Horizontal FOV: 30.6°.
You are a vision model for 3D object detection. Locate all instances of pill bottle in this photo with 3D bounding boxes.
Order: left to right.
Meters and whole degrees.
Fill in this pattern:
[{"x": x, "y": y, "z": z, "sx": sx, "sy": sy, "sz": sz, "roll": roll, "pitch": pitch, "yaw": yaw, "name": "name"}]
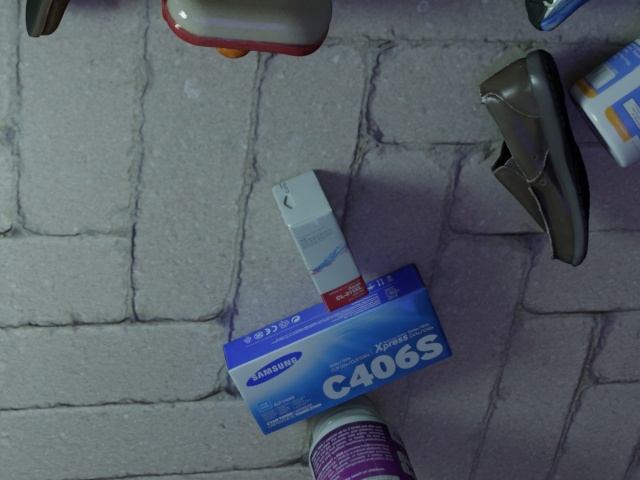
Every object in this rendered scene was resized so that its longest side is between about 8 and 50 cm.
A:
[{"x": 0.074, "y": 0.400, "z": 1.959, "sx": 0.169, "sy": 0.301, "sz": 0.169, "roll": -7, "pitch": 125, "yaw": -10, "name": "pill bottle"}, {"x": 0.521, "y": -0.243, "z": 1.738, "sx": 0.272, "sy": 0.152, "sz": 0.152, "roll": -35, "pitch": 125, "yaw": 10, "name": "pill bottle"}]

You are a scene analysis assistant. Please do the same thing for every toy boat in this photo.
[{"x": -0.103, "y": -0.300, "z": 1.562, "sx": 0.231, "sy": 0.151, "sz": 0.151, "roll": 3, "pitch": 153, "yaw": -16, "name": "toy boat"}]

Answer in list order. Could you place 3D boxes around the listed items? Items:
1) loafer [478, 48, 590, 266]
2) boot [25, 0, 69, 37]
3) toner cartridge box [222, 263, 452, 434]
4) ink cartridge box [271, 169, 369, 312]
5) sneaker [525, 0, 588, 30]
[{"x": 0.331, "y": -0.120, "z": 1.804, "sx": 0.130, "sy": 0.134, "sz": 0.365, "roll": -10, "pitch": 118, "yaw": 20, "name": "loafer"}, {"x": -0.281, "y": -0.380, "z": 1.467, "sx": 0.115, "sy": 0.112, "sz": 0.305, "roll": 14, "pitch": 117, "yaw": -35, "name": "boot"}, {"x": 0.030, "y": 0.182, "z": 1.941, "sx": 0.348, "sy": 0.075, "sz": 0.165, "roll": -24, "pitch": 125, "yaw": 2, "name": "toner cartridge box"}, {"x": 0.000, "y": 0.000, "z": 1.777, "sx": 0.072, "sy": 0.127, "sz": 0.175, "roll": -24, "pitch": 126, "yaw": 0, "name": "ink cartridge box"}, {"x": 0.433, "y": -0.397, "z": 1.626, "sx": 0.330, "sy": 0.129, "sz": 0.147, "roll": -39, "pitch": 122, "yaw": 12, "name": "sneaker"}]
